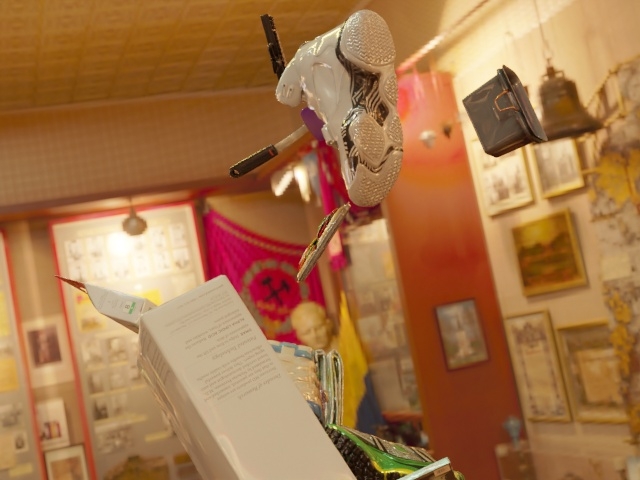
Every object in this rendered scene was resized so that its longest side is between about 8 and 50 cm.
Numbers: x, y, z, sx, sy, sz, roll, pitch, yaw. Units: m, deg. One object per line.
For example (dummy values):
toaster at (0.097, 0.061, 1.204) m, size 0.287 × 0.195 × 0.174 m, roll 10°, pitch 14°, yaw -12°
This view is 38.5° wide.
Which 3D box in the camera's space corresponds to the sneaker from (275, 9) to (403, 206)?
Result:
sneaker at (0.035, -0.233, 1.724) m, size 0.210 × 0.366 × 0.137 m, roll -9°, pitch -11°, yaw 42°

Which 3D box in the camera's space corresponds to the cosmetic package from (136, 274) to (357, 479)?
cosmetic package at (-0.124, 0.274, 1.398) m, size 0.156 × 0.385 × 0.217 m, roll -28°, pitch -17°, yaw -25°

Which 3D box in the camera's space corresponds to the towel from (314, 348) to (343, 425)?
towel at (-0.030, 0.489, 2.267) m, size 0.090 × 0.321 × 0.374 m, roll 14°, pitch -43°, yaw -11°

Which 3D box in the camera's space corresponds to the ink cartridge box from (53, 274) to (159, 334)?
ink cartridge box at (-0.355, 0.134, 1.646) m, size 0.224 × 0.056 × 0.181 m, roll 9°, pitch -20°, yaw 29°

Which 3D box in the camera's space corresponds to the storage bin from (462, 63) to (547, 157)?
storage bin at (0.294, -0.203, 1.495) m, size 0.091 × 0.135 × 0.098 m, roll -30°, pitch -18°, yaw 26°

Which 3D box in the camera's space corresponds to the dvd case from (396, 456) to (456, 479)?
dvd case at (0.157, 0.363, 1.322) m, size 0.087 × 0.013 × 0.119 m, roll -24°, pitch -44°, yaw -2°

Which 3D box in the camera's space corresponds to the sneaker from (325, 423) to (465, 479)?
sneaker at (0.135, 0.468, 1.857) m, size 0.343 × 0.134 × 0.146 m, roll 23°, pitch 21°, yaw 32°

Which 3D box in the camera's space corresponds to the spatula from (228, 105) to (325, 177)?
spatula at (-0.076, -0.210, 1.960) m, size 0.296 × 0.084 × 0.030 m, roll -29°, pitch 20°, yaw 17°

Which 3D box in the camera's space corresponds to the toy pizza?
toy pizza at (0.000, 0.000, 1.930) m, size 0.032 × 0.201 × 0.201 m, roll 33°, pitch -6°, yaw 2°

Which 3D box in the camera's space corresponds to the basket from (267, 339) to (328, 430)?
basket at (-0.092, 0.338, 1.646) m, size 0.201 × 0.289 × 0.255 m, roll 12°, pitch -32°, yaw 3°

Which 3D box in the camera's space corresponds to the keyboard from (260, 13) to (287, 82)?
keyboard at (-0.087, -0.383, 1.913) m, size 0.023 × 0.180 × 0.108 m, roll -14°, pitch 11°, yaw 12°
